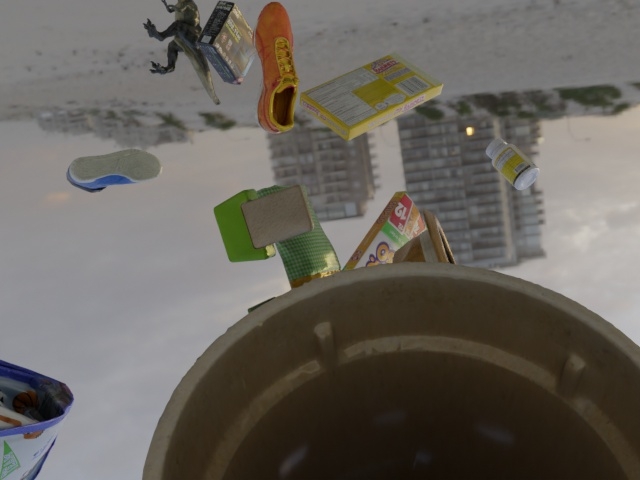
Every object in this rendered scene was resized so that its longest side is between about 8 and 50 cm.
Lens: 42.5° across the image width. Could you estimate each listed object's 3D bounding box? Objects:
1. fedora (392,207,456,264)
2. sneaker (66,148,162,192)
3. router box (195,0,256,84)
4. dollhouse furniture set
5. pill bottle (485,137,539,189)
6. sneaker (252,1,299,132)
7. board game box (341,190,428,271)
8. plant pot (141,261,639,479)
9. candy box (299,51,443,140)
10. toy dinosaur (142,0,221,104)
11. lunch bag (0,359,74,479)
[{"bbox_3d":[0.149,0.053,1.130,0.079,0.194,0.194,-20,-168,11],"label":"fedora"},{"bbox_3d":[-0.347,-0.116,1.376,0.152,0.058,0.084,-9,179,-27],"label":"sneaker"},{"bbox_3d":[-0.160,-0.347,1.454,0.038,0.092,0.122,15,162,26],"label":"router box"},{"bbox_3d":[0.000,0.000,1.187,0.151,0.197,0.301,-18,-179,20],"label":"dollhouse furniture set"},{"bbox_3d":[0.415,-0.169,1.792,0.065,0.065,0.116,-18,-125,-31],"label":"pill bottle"},{"bbox_3d":[-0.052,-0.233,1.115,0.064,0.175,0.067,-11,-164,-36],"label":"sneaker"},{"bbox_3d":[0.125,0.034,1.569,0.039,0.124,0.259,-2,-140,46],"label":"board game box"},{"bbox_3d":[0.070,0.238,0.583,0.334,0.305,0.333,-3,-138,3],"label":"plant pot"},{"bbox_3d":[0.078,-0.219,1.229,0.206,0.027,0.105,-30,-125,-33],"label":"candy box"},{"bbox_3d":[-0.257,-0.362,1.497,0.118,0.268,0.064,-26,-156,-32],"label":"toy dinosaur"},{"bbox_3d":[-0.605,0.354,1.267,0.239,0.327,0.385,40,-163,33],"label":"lunch bag"}]
